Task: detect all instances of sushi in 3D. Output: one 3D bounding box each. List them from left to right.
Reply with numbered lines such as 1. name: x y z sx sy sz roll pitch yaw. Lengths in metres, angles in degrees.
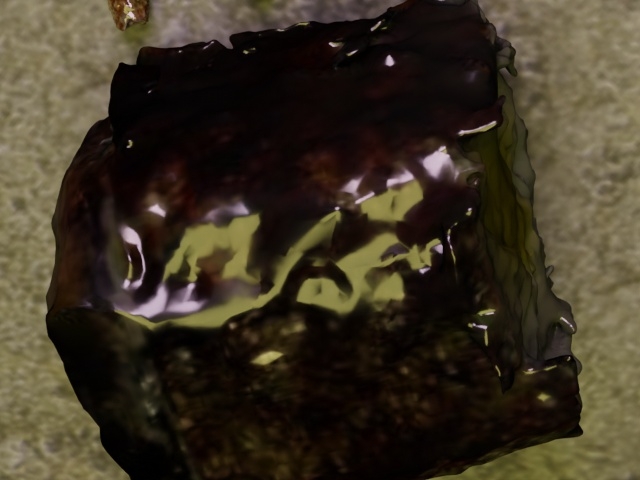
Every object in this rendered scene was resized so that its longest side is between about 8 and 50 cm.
1. sushi: 0.003 0.000 1.072 0.294 0.299 0.281 -14 138 14

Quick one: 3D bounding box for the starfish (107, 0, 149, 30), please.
1. starfish: -0.129 -0.218 1.130 0.210 0.053 0.150 1 100 10
